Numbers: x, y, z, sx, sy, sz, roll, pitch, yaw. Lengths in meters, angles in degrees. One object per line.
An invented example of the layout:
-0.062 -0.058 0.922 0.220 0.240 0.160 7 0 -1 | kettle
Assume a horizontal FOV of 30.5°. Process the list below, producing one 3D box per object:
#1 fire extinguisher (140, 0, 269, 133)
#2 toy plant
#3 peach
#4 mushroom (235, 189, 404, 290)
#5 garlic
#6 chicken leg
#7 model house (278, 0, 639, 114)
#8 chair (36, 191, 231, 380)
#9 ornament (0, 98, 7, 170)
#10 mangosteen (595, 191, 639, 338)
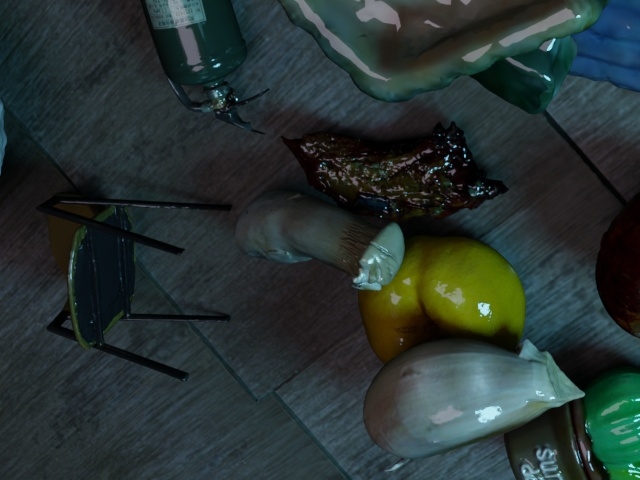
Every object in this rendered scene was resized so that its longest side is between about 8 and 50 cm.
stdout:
-0.136 -0.240 1.198 0.118 0.093 0.294 -9 109 27 | fire extinguisher
0.292 0.202 1.191 0.200 0.105 0.143 -18 112 18 | toy plant
0.125 0.074 1.208 0.179 0.103 0.179 12 120 22 | peach
-0.001 -0.004 1.196 0.223 0.081 0.092 10 129 52 | mushroom
0.106 0.175 1.177 0.148 0.128 0.266 49 137 -15 | garlic
0.074 -0.068 1.192 0.234 0.063 0.105 0 108 26 | chicken leg
0.163 -0.267 0.844 0.395 0.445 0.400 21 117 13 | model house
-0.235 0.033 1.329 0.247 0.172 0.159 8 116 14 | chair
-0.513 -0.131 1.285 0.337 0.337 0.337 10 115 21 | ornament
0.335 0.028 1.049 0.181 0.146 0.156 35 104 47 | mangosteen
